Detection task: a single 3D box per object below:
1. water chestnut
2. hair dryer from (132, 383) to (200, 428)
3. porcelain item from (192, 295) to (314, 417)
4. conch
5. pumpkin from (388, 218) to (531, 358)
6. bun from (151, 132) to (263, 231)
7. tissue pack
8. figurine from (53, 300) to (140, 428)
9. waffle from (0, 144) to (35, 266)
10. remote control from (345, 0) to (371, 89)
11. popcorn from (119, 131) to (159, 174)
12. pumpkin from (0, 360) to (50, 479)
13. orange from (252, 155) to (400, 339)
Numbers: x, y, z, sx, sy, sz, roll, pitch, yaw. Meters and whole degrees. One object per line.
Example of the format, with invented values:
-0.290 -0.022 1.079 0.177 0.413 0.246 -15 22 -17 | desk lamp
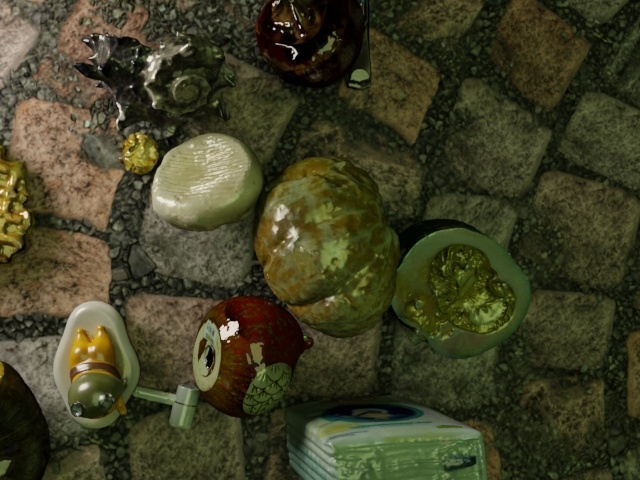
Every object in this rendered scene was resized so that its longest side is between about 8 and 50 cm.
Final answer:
-0.024 -0.415 1.712 0.224 0.238 0.223 -9 69 23 | water chestnut
-0.315 0.321 1.726 0.137 0.047 0.081 16 87 -8 | hair dryer
-0.119 0.223 1.685 0.253 0.253 0.252 0 90 -14 | porcelain item
-0.302 -0.310 1.632 0.313 0.240 0.186 19 59 -17 | conch
0.254 0.089 1.793 0.263 0.197 0.293 -43 107 -1 | pumpkin
-0.214 -0.103 1.696 0.231 0.133 0.231 -8 53 11 | bun
0.108 0.402 1.651 0.288 0.388 0.162 0 88 -14 | tissue pack
-0.437 0.243 1.635 0.167 0.141 0.249 -10 90 -3 | figurine
-0.690 -0.062 1.628 0.282 0.058 0.300 -9 91 -15 | waffle
0.078 -0.426 1.833 0.059 0.028 0.211 -3 90 -15 | remote control
-0.359 -0.171 1.710 0.083 0.057 0.082 -24 102 -16 | popcorn
-0.632 0.394 1.584 0.325 0.242 0.232 -48 129 -14 | pumpkin
0.000 0.000 1.660 0.271 0.210 0.368 -28 69 16 | orange
